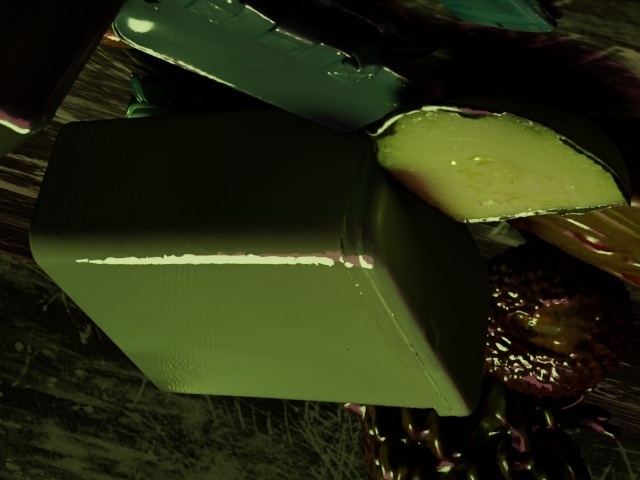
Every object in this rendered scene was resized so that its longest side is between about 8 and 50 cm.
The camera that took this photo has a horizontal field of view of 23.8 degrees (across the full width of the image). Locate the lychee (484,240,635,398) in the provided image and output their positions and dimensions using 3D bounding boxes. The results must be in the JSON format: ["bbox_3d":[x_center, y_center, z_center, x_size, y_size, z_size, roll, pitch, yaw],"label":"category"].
[{"bbox_3d":[0.258,0.083,1.683,0.188,0.188,0.188,17,169,3],"label":"lychee"}]

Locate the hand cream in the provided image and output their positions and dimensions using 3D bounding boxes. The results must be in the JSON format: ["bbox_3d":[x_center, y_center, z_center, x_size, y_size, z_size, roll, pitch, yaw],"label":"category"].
[{"bbox_3d":[0.083,-0.178,0.977,0.083,0.048,0.224,12,174,28],"label":"hand cream"}]

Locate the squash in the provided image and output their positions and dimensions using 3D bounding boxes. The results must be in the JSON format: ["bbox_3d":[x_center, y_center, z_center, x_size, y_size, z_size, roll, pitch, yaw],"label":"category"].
[{"bbox_3d":[0.136,-0.091,1.199,0.192,0.085,0.184,-7,149,40],"label":"squash"}]

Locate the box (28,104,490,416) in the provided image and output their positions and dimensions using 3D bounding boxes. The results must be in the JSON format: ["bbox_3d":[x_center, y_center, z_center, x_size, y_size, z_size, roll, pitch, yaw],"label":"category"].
[{"bbox_3d":[-0.044,0.022,1.455,0.344,0.177,0.352,0,150,22],"label":"box"}]

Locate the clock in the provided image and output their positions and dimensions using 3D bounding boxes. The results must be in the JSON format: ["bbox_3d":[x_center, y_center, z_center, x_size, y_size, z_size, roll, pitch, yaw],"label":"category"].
[{"bbox_3d":[-0.148,-0.131,1.560,0.101,0.041,0.135,12,168,19],"label":"clock"}]

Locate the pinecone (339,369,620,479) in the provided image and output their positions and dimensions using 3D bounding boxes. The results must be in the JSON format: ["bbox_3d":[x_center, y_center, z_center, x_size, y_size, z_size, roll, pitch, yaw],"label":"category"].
[{"bbox_3d":[0.200,0.227,1.966,0.398,0.398,0.398,17,169,3],"label":"pinecone"}]

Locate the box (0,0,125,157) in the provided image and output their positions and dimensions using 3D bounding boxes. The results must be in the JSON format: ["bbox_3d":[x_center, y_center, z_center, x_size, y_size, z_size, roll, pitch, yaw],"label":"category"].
[{"bbox_3d":[-0.243,-0.169,1.057,0.166,0.220,0.290,34,166,-16],"label":"box"}]

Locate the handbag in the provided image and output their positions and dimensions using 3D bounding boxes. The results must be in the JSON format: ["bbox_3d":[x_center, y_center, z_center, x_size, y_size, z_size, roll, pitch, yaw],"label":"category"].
[{"bbox_3d":[-0.037,-0.164,1.178,0.229,0.062,0.179,21,166,-19],"label":"handbag"}]

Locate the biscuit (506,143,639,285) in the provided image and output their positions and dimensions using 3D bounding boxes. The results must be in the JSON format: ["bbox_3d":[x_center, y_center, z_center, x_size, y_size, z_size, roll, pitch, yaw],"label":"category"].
[{"bbox_3d":[0.309,0.003,1.394,0.350,0.070,0.394,12,170,39],"label":"biscuit"}]

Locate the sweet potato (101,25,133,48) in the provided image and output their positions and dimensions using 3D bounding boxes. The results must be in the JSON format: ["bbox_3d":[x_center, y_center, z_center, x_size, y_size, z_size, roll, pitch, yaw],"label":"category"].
[{"bbox_3d":[-0.230,-0.212,1.278,0.214,0.050,0.050,22,169,-2],"label":"sweet potato"}]
